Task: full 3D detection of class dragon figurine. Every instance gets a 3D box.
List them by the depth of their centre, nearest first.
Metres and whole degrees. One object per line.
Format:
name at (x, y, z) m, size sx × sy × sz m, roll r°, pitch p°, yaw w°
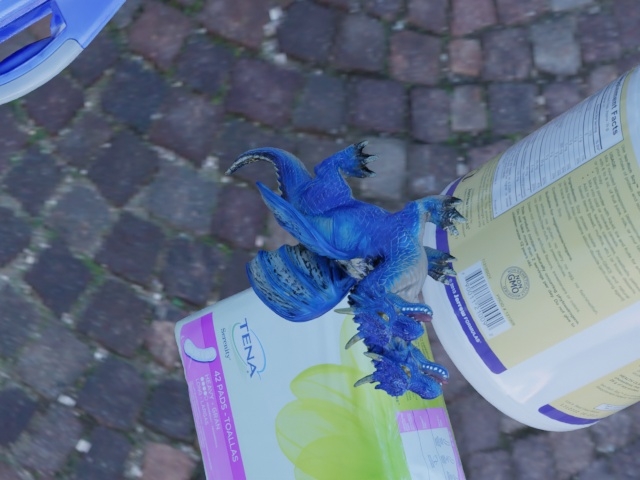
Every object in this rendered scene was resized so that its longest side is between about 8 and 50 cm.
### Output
dragon figurine at (0.000, 0.000, 1.086) m, size 0.144 × 0.289 × 0.085 m, roll -26°, pitch 138°, yaw -39°

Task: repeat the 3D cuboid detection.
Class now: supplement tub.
supplement tub at (0.268, -0.010, 1.248) m, size 0.241 × 0.331 × 0.241 m, roll 28°, pitch 46°, yaw -33°

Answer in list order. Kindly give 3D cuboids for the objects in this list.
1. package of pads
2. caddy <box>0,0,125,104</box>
package of pads at (0.004, 0.171, 1.379) m, size 0.101 × 0.229 × 0.296 m, roll 5°, pitch 66°, yaw -52°
caddy at (-0.258, -0.192, 1.166) m, size 0.341 × 0.241 × 0.179 m, roll -30°, pitch 98°, yaw 6°
